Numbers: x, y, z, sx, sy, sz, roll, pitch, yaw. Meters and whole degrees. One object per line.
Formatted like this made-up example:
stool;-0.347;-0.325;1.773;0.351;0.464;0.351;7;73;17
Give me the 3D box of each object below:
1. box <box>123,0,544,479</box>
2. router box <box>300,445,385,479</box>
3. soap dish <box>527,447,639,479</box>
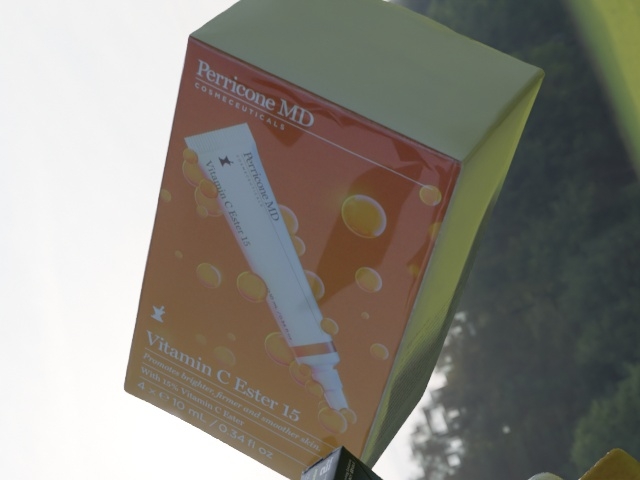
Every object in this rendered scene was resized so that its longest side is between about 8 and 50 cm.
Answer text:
box;0.000;0.000;1.025;0.168;0.215;0.345;-46;-23;-50
router box;0.023;0.185;0.717;0.092;0.038;0.122;40;-147;-15
soap dish;0.094;0.260;0.570;0.229;0.118;0.290;-14;-64;-61
